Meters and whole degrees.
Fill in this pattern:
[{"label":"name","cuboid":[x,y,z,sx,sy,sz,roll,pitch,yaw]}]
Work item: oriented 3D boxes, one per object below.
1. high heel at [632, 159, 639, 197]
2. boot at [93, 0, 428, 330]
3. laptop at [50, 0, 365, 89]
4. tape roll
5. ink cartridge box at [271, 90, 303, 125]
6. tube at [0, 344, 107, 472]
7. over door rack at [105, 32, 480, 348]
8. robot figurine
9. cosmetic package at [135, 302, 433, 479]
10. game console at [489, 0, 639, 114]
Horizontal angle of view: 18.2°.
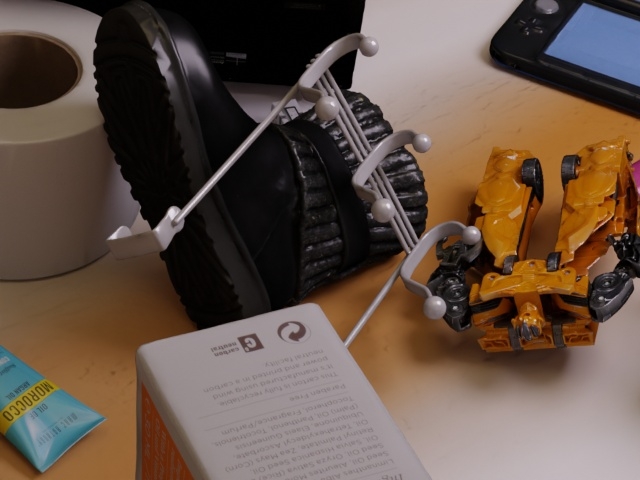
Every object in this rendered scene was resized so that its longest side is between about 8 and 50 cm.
[{"label":"high heel","cuboid":[0.401,-0.101,2.072,0.244,0.117,0.082,-13,43,-21]},{"label":"boot","cuboid":[-0.052,-0.099,1.875,0.260,0.348,0.131,-32,26,-32]},{"label":"laptop","cuboid":[-0.147,-0.300,2.136,0.382,0.408,0.236,3,68,-2]},{"label":"tape roll","cuboid":[-0.297,-0.102,1.947,0.246,0.169,0.246,4,40,-3]},{"label":"ink cartridge box","cuboid":[-0.032,-0.113,2.087,0.028,0.048,0.083,-9,41,-18]},{"label":"tube","cuboid":[-0.291,0.125,1.777,0.207,0.052,0.080,35,59,23]},{"label":"over door rack","cuboid":[0.000,0.000,1.766,0.108,0.239,0.324,0,37,49]},{"label":"robot figurine","cuboid":[0.220,0.006,1.925,0.211,0.085,0.291,-5,37,19]},{"label":"cosmetic package","cuboid":[0.011,0.284,1.480,0.161,0.230,0.453,-14,43,-21]},{"label":"game console","cuboid":[0.372,-0.281,2.243,0.293,0.173,0.250,21,42,18]}]
